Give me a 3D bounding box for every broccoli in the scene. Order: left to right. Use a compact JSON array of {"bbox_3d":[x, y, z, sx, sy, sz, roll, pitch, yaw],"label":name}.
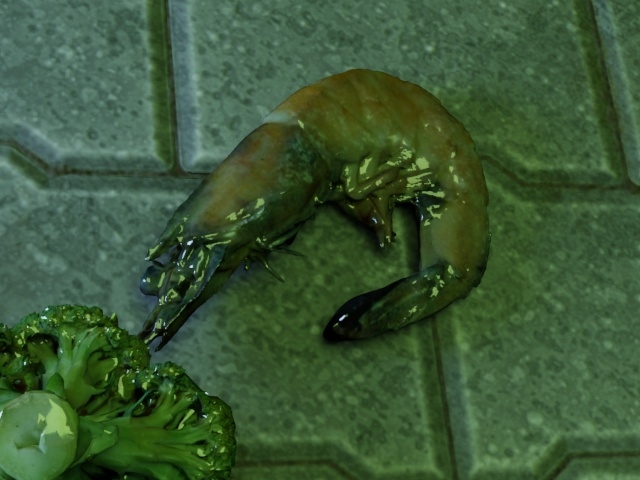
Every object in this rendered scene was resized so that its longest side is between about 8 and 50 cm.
[{"bbox_3d":[-0.204,0.168,1.197,0.269,0.269,0.254,-12,80,-21],"label":"broccoli"}]

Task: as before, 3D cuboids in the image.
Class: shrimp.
[{"bbox_3d":[0.000,0.000,1.451,0.445,0.085,0.272,-37,85,-32],"label":"shrimp"}]
